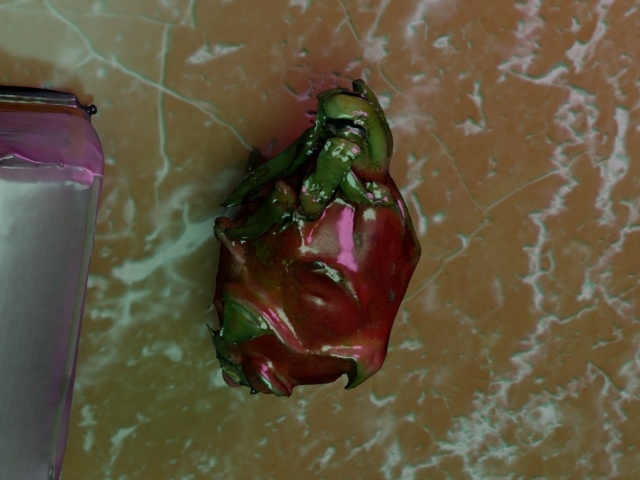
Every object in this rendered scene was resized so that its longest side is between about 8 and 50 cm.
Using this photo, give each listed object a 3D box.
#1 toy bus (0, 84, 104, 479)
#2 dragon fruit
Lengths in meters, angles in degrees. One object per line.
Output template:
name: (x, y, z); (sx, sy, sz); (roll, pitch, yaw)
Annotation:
toy bus: (-0.284, 0.074, 1.558); (0.171, 0.162, 0.386); (4, 112, -16)
dragon fruit: (-0.017, 0.006, 1.574); (0.200, 0.198, 0.269); (-32, 138, -22)
